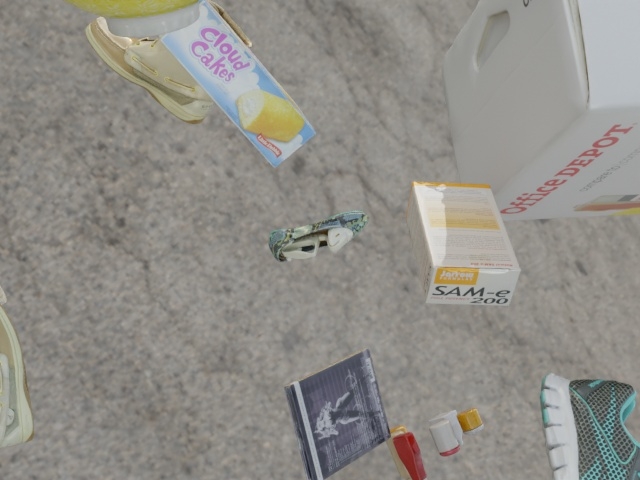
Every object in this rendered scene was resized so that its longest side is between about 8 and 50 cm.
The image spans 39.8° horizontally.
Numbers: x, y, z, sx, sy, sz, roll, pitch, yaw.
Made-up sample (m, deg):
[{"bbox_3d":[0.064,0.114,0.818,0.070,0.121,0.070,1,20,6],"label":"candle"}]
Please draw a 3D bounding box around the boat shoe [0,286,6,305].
[{"bbox_3d":[-0.624,0.008,1.409,0.324,0.096,0.116,48,-7,20],"label":"boat shoe"}]

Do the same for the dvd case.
[{"bbox_3d":[0.033,0.287,1.469,0.221,0.018,0.165,-16,93,-51],"label":"dvd case"}]

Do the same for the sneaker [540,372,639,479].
[{"bbox_3d":[0.198,0.167,0.608,0.065,0.076,0.167,63,22,-60],"label":"sneaker"}]

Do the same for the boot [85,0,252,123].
[{"bbox_3d":[-0.269,-0.356,1.562,0.262,0.203,0.095,39,33,-4],"label":"boot"}]

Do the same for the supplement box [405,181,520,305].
[{"bbox_3d":[0.100,0.001,0.638,0.062,0.036,0.098,2,39,-6],"label":"supplement box"}]

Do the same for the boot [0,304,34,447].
[{"bbox_3d":[-0.496,0.197,1.217,0.165,0.077,0.213,-13,96,-35],"label":"boot"}]

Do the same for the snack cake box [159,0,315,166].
[{"bbox_3d":[-0.132,-0.253,1.367,0.264,0.089,0.152,47,8,-26],"label":"snack cake box"}]

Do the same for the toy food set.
[{"bbox_3d":[0.205,0.387,1.625,0.111,0.232,0.105,-17,83,-46],"label":"toy food set"}]

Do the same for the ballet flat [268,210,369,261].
[{"bbox_3d":[0.000,0.000,1.596,0.070,0.188,0.070,-15,90,-83],"label":"ballet flat"}]

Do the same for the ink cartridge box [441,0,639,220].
[{"bbox_3d":[0.325,-0.130,0.730,0.384,0.279,0.160,-2,76,-9],"label":"ink cartridge box"}]

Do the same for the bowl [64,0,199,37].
[{"bbox_3d":[-0.215,-0.336,1.059,0.289,0.289,0.156,-59,148,-53],"label":"bowl"}]
